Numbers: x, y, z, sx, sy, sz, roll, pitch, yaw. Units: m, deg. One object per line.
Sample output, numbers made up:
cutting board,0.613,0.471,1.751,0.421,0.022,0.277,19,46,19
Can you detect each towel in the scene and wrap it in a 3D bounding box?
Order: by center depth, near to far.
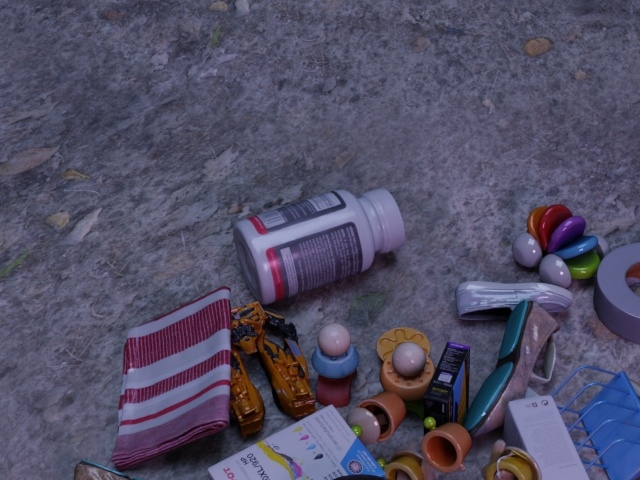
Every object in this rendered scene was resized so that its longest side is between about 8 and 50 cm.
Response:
towel,-0.264,0.240,1.936,0.237,0.037,0.329,-25,39,18

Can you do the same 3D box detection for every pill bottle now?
pill bottle,0.000,0.000,2.148,0.318,0.176,0.176,-18,44,-15

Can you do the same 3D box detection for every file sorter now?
file sorter,0.470,0.309,1.791,0.104,0.118,0.170,18,34,-27

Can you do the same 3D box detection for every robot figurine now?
robot figurine,-0.123,0.222,1.983,0.211,0.085,0.291,-17,44,-15

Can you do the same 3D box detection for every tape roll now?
tape roll,0.641,0.102,2.066,0.219,0.072,0.219,-2,42,1

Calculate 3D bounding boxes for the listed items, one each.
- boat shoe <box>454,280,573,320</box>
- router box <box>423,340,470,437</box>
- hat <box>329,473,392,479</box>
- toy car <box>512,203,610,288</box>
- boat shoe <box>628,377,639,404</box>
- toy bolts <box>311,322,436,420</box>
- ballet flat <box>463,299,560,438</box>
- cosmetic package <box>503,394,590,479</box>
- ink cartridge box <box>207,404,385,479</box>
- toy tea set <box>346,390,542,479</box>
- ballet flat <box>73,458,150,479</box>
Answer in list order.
boat shoe,0.373,0.130,2.064,0.227,0.079,0.081,2,62,5
router box,0.216,0.280,1.824,0.046,0.179,0.133,13,45,19
hat,0.057,0.508,1.551,0.331,0.134,0.331,-4,74,15
toy car,0.485,-0.002,2.142,0.159,0.136,0.182,-26,47,-22
boat shoe,0.574,0.346,1.788,0.092,0.103,0.285,-42,47,6
toy bolts,0.099,0.199,1.936,0.228,0.158,0.218,3,43,7
ballet flat,0.358,0.243,1.912,0.106,0.107,0.316,35,57,-5
cosmetic package,0.375,0.380,1.752,0.085,0.117,0.231,-9,41,-5
ink cartridge box,-0.034,0.414,1.704,0.232,0.168,0.171,-25,46,-19
toy tea set,0.175,0.379,1.698,0.336,0.200,0.124,24,29,27
ballet flat,-0.325,0.426,1.804,0.206,0.073,0.067,10,72,19
